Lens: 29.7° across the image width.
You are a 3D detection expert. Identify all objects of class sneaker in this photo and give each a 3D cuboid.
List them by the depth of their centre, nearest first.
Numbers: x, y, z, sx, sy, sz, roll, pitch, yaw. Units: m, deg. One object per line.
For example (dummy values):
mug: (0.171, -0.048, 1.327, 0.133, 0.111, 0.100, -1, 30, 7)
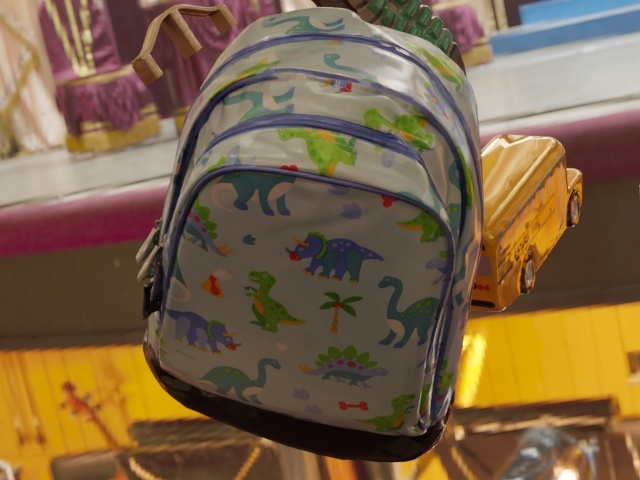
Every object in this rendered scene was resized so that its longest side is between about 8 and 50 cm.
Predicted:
sneaker: (0.062, -0.216, 1.262, 0.098, 0.224, 0.083, -13, 33, 51)

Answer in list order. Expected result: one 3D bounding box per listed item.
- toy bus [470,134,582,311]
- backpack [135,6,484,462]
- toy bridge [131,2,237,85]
toy bus: (0.219, -0.030, 1.449, 0.108, 0.130, 0.332, 5, 29, 28)
backpack: (0.000, 0.000, 0.940, 0.290, 0.356, 0.273, 17, 25, 5)
toy bridge: (-0.175, -0.260, 1.508, 0.026, 0.063, 0.188, -24, 15, 42)
